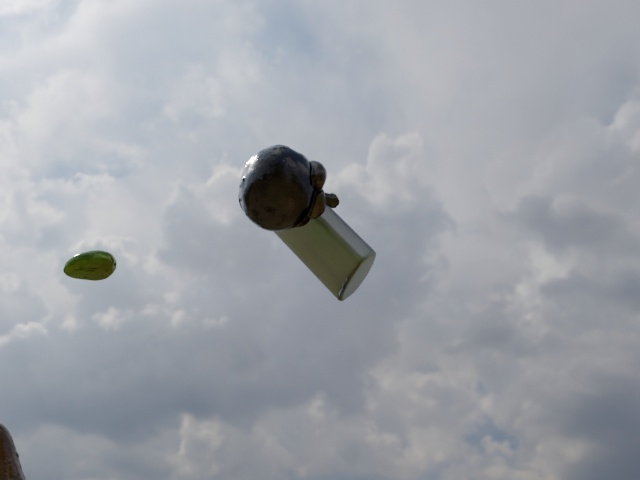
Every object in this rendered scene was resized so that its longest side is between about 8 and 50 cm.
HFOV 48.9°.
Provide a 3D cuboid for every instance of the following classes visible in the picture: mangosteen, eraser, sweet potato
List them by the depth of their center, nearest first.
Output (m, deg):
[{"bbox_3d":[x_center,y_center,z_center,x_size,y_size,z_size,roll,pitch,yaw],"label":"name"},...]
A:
[{"bbox_3d":[-0.544,0.493,1.259,0.114,0.341,0.092,-35,-12,17],"label":"sweet potato"},{"bbox_3d":[-0.070,-0.117,1.670,0.249,0.211,0.211,13,-36,-16],"label":"mangosteen"},{"bbox_3d":[0.000,0.000,1.823,0.290,0.104,0.189,46,-35,16],"label":"eraser"}]

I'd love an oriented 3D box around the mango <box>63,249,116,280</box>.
[{"bbox_3d":[-0.482,0.052,1.475,0.108,0.056,0.073,-12,-29,-22],"label":"mango"}]
